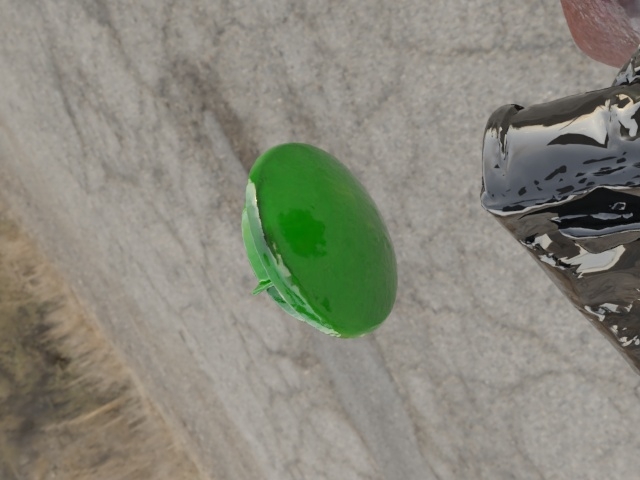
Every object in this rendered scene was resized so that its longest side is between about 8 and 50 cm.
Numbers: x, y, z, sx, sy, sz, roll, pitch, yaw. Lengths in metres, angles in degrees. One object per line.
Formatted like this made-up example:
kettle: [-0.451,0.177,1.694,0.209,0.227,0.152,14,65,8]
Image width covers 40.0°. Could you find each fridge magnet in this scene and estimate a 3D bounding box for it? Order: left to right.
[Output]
fridge magnet: [0.000,0.000,0.870,0.088,0.208,0.208,-27,91,34]

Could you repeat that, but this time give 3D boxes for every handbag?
handbag: [0.226,0.002,0.395,0.244,0.088,0.275,-10,148,37]

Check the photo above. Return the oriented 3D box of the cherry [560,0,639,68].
cherry: [0.297,-0.241,0.700,0.239,0.206,0.239,32,-178,-1]
